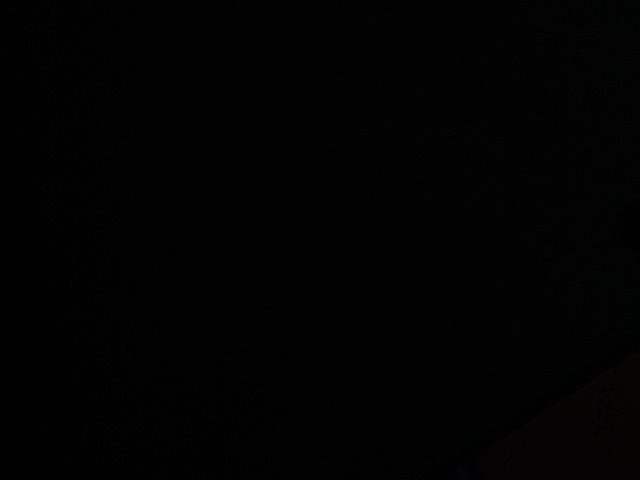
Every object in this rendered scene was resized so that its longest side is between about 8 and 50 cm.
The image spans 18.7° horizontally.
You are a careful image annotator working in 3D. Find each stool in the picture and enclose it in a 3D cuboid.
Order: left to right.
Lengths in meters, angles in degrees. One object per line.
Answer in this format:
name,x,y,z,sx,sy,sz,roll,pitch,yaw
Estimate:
stool,0.061,-0.022,0.454,0.243,0.269,0.170,6,51,-53

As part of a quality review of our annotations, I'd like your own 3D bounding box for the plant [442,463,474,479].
plant,0.033,0.132,0.685,0.256,0.164,0.142,44,15,-52
